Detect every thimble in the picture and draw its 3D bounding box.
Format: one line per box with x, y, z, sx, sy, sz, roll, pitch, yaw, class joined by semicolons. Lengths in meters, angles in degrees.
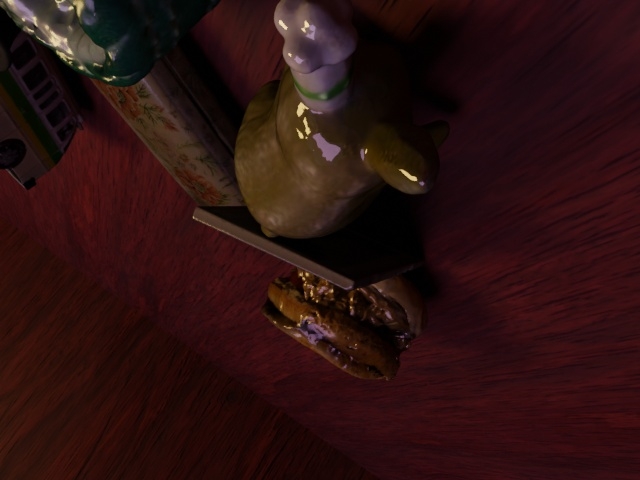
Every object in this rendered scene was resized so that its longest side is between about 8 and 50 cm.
-0.228;-0.284;0.587;0.288;0.167;0.254;46;164;-29;thimble

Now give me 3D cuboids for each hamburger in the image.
0.041;0.103;1.026;0.244;0.163;0.244;29;175;3;hamburger

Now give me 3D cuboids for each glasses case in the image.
-0.197;-0.169;0.890;0.156;0.098;0.425;18;153;43;glasses case

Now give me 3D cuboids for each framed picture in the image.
0.000;0.000;0.857;0.213;0.016;0.289;24;-168;20;framed picture

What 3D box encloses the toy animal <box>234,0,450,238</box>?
0.024;-0.111;0.607;0.181;0.180;0.363;37;158;-7;toy animal

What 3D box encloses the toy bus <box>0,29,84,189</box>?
-0.492;-0.238;1.038;0.143;0.179;0.305;40;160;22;toy bus

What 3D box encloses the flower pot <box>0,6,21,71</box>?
-0.410;-0.336;0.778;0.235;0.148;0.235;31;158;14;flower pot
